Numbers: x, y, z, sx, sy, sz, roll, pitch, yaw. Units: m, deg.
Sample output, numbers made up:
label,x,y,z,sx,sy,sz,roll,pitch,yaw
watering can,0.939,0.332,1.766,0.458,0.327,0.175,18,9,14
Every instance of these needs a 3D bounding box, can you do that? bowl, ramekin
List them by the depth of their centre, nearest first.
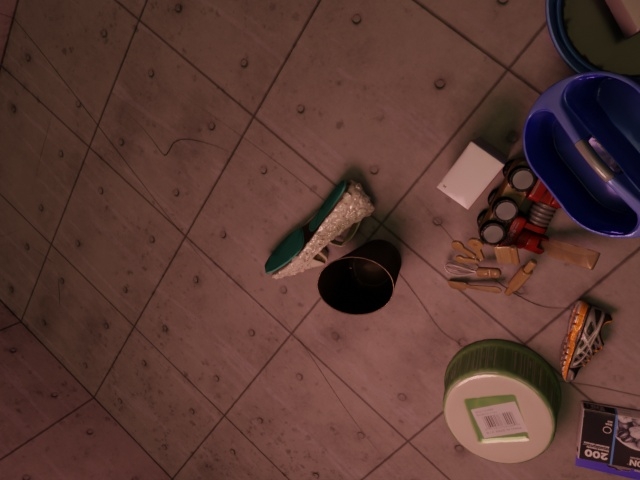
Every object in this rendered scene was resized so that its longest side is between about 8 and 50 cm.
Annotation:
label,x,y,z,sx,sy,sz,roll,pitch,yaw
bowl,0.664,-0.497,0.917,0.392,0.077,0.390,7,108,23
ramekin,0.473,0.433,1.229,0.304,0.148,0.302,7,107,22

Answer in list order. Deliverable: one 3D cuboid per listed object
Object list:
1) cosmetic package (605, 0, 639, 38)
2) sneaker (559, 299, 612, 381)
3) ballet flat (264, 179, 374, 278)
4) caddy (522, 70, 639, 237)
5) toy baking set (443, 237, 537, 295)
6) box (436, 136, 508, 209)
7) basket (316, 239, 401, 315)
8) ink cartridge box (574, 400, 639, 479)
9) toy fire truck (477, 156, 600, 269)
label,x,y,z,sx,sy,sz,roll,pitch,yaw
cosmetic package,0.581,-0.513,0.849,0.127,0.107,0.237,-31,88,25
sneaker,0.648,0.257,1.139,0.083,0.084,0.214,13,109,16
ballet flat,0.000,0.000,1.336,0.147,0.147,0.409,48,118,5
caddy,0.565,-0.171,0.908,0.341,0.179,0.241,57,140,13
toy baking set,0.414,0.069,1.159,0.197,0.030,0.256,23,149,17
box,0.363,-0.162,1.095,0.091,0.170,0.130,39,117,10
basket,0.126,0.086,1.241,0.205,0.227,0.154,-7,101,25
ink cartridge box,0.774,0.528,1.180,0.207,0.045,0.208,3,107,23
toy fire truck,0.522,-0.051,1.080,0.247,0.158,0.216,22,113,5
